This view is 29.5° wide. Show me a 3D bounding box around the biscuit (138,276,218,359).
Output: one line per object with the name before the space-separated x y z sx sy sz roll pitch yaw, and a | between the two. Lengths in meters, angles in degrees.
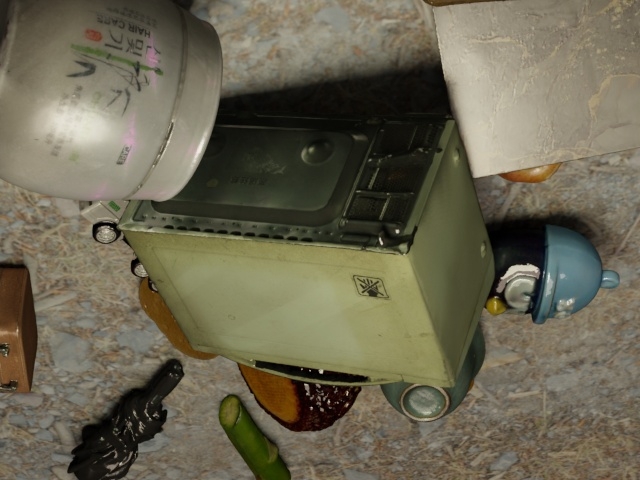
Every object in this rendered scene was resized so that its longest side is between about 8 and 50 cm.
biscuit | -0.198 0.104 1.870 0.170 0.050 0.170 22 136 24

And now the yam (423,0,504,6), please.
yam | 0.242 -0.317 1.460 0.241 0.057 0.057 -6 138 6

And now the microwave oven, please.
microwave oven | 0.000 0.000 1.593 0.394 0.247 0.333 6 142 25

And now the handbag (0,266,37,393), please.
handbag | -0.483 0.146 1.874 0.072 0.151 0.193 2 140 -7

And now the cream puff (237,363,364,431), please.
cream puff | -0.030 0.174 1.877 0.164 0.239 0.239 -29 147 -27

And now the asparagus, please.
asparagus | -0.123 0.378 2.222 0.067 0.060 0.278 -7 139 21

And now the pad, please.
pad | 0.337 -0.220 1.520 0.367 0.007 0.248 -10 110 9

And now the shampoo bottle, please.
shampoo bottle | -0.269 -0.181 1.422 0.266 0.273 0.273 13 137 -26

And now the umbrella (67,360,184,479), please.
umbrella | -0.333 0.320 2.129 0.118 0.118 0.340 22 127 -25

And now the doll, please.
doll | 0.288 0.051 1.811 0.314 0.141 0.177 2 151 3

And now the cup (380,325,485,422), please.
cup | 0.167 0.215 1.940 0.199 0.150 0.199 2 121 4

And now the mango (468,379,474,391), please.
mango | 0.213 0.236 2.077 0.114 0.060 0.080 27 114 -26

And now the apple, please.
apple | 0.271 -0.136 1.625 0.126 0.102 0.126 -2 138 -2

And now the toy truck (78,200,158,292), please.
toy truck | -0.234 -0.023 1.735 0.125 0.101 0.242 -26 136 18
